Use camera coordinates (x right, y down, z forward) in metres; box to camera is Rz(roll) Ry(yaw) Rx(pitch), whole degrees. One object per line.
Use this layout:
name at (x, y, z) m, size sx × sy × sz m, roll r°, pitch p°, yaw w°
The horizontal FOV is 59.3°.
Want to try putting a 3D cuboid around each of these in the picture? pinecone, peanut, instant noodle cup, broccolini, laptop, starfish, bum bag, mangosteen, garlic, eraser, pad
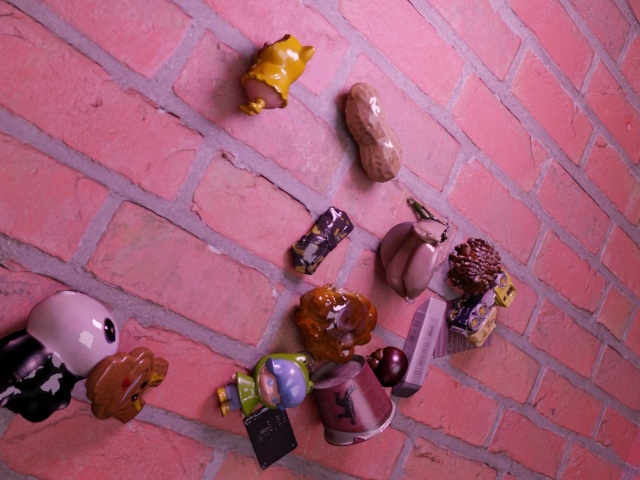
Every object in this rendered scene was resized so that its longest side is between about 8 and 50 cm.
pinecone at (0.518, 0.081, 1.900) m, size 0.179 × 0.150 × 0.195 m, roll 41°, pitch 73°, yaw -12°
peanut at (0.156, -0.315, 1.637) m, size 0.136 × 0.120 × 0.298 m, roll -46°, pitch 120°, yaw -46°
instant noodle cup at (0.084, 0.455, 1.642) m, size 0.234 × 0.234 × 0.179 m, roll -28°, pitch 102°, yaw -27°
broccolini at (0.347, -0.074, 1.846) m, size 0.201 × 0.058 × 0.074 m, roll 44°, pitch 58°, yaw -13°
laptop at (-0.141, 0.558, 1.624) m, size 0.129 × 0.016 × 0.180 m, roll -26°, pitch 111°, yaw -27°
starfish at (-0.031, 0.345, 1.665) m, size 0.092 × 0.016 × 0.086 m, roll -50°, pitch 117°, yaw -20°
bum bag at (0.000, 0.000, 1.612) m, size 0.232 × 0.060 × 0.107 m, roll -46°, pitch 109°, yaw -21°
mangosteen at (0.203, 0.392, 1.770) m, size 0.140 × 0.140 × 0.140 m, roll -5°, pitch 99°, yaw -32°
garlic at (0.298, 0.051, 1.720) m, size 0.210 × 0.237 × 0.292 m, roll 0°, pitch 133°, yaw -23°
eraser at (0.329, 0.359, 1.873) m, size 0.089 × 0.061 × 0.352 m, roll 21°, pitch 84°, yaw -33°
pad at (0.522, 0.303, 2.022) m, size 0.299 × 0.005 × 0.202 m, roll -3°, pitch 98°, yaw -33°

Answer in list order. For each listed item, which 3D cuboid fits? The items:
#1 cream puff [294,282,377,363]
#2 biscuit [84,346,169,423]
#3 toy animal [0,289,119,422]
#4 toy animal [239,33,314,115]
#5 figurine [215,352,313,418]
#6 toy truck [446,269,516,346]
cream puff at (0.041, 0.230, 1.613) m, size 0.241 × 0.154 × 0.269 m, roll -51°, pitch 118°, yaw -22°
biscuit at (-0.437, 0.330, 1.277) m, size 0.186 × 0.044 × 0.295 m, roll -58°, pitch 164°, yaw -13°
toy animal at (-0.566, 0.239, 1.203) m, size 0.267 × 0.212 × 0.213 m, roll -45°, pitch 118°, yaw -23°
toy animal at (-0.119, -0.414, 1.427) m, size 0.156 × 0.156 × 0.230 m, roll 42°, pitch 75°, yaw -30°
figurine at (-0.151, 0.397, 1.532) m, size 0.263 × 0.143 × 0.162 m, roll -15°, pitch 97°, yaw -13°
toy truck at (0.573, 0.237, 1.969) m, size 0.157 × 0.124 × 0.272 m, roll 47°, pitch 72°, yaw -28°
